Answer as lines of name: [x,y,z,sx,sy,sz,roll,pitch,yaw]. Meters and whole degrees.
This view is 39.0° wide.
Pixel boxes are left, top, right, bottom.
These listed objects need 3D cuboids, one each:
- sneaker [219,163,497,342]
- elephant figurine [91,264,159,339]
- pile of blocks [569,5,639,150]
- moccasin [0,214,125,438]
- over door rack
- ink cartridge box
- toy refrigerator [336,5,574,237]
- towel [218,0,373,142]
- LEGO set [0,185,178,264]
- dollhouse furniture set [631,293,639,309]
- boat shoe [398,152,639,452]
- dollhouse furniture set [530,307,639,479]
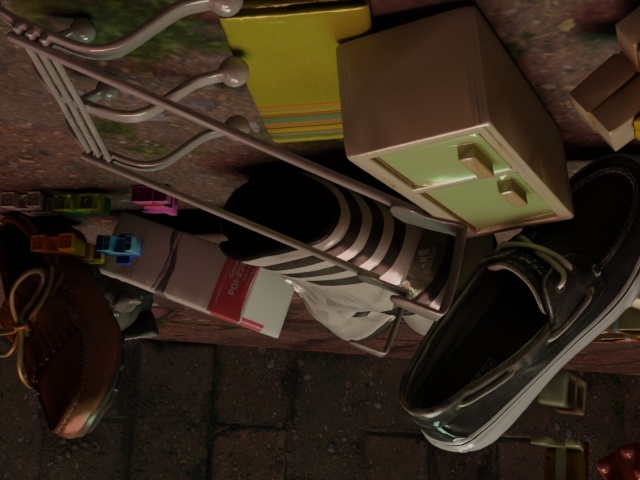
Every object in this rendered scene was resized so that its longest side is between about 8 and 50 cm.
sneaker: [0.001,-0.001,1.068,0.257,0.169,0.447,26,168,-13]
elephant figurine: [-0.331,0.091,1.520,0.169,0.186,0.239,-50,158,17]
pile of blocks: [0.324,-0.085,0.511,0.362,0.149,0.112,-2,167,24]
moccasin: [-0.339,0.090,1.120,0.147,0.380,0.139,24,117,-38]
over door rack: [-0.049,-0.059,0.619,0.324,0.108,0.239,34,168,5]
ink cartridge box: [-0.161,0.048,1.215,0.218,0.092,0.158,17,172,19]
toy refrigerator: [0.117,-0.073,0.703,0.102,0.094,0.269,-11,163,24]
towel: [-0.006,-0.127,0.696,0.102,0.021,0.237,-4,166,5]
LEGO set: [-0.275,-0.011,1.115,0.227,0.087,0.093,0,167,17]
dollhouse furniture set: [0.495,0.007,1.040,0.301,0.151,0.197,18,136,0]
boat shoe: [0.199,0.050,0.824,0.121,0.335,0.119,33,175,34]
dollhouse furniture set: [0.454,0.230,1.408,0.201,0.374,0.152,-3,162,32]
